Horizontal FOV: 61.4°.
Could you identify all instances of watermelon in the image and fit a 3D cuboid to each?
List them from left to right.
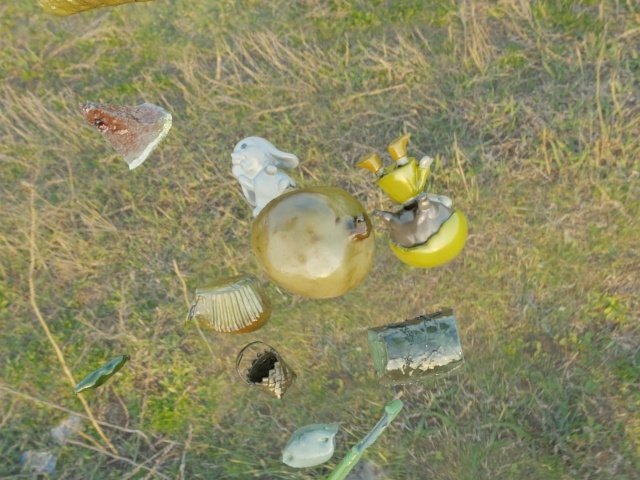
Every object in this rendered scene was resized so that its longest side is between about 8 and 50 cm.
[{"bbox_3d":[-0.365,-0.200,0.971,0.098,0.158,0.121,49,128,36],"label":"watermelon"}]

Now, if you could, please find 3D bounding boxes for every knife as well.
[{"bbox_3d":[0.032,0.249,0.602,0.015,0.054,0.212,40,114,20],"label":"knife"}]

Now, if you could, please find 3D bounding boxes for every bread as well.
[{"bbox_3d":[-0.280,0.213,1.784,0.236,0.388,0.183,-7,93,9],"label":"bread"}]

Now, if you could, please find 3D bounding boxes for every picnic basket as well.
[{"bbox_3d":[-0.174,0.377,1.603,0.128,0.178,0.138,-57,27,-16],"label":"picnic basket"}]

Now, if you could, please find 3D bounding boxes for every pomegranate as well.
[{"bbox_3d":[-0.017,0.002,1.264,0.307,0.307,0.307,-7,63,13],"label":"pomegranate"}]

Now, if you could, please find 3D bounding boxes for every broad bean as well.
[{"bbox_3d":[-0.654,0.401,1.640,0.046,0.061,0.195,43,44,12],"label":"broad bean"}]

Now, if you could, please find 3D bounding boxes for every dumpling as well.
[{"bbox_3d":[-0.018,0.560,1.530,0.217,0.105,0.149,-38,22,36],"label":"dumpling"}]

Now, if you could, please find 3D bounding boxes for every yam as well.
[{"bbox_3d":[0.284,0.313,1.589,0.271,0.201,0.202,-14,59,9],"label":"yam"}]

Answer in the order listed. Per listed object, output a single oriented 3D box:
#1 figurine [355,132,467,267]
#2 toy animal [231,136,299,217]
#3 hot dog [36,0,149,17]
[{"bbox_3d":[0.238,-0.089,1.404,0.187,0.215,0.343,-38,100,-41],"label":"figurine"},{"bbox_3d":[-0.190,-0.241,1.927,0.249,0.174,0.289,-16,93,30],"label":"toy animal"},{"bbox_3d":[-0.180,-0.284,0.554,0.286,0.061,0.087,-6,77,18],"label":"hot dog"}]
